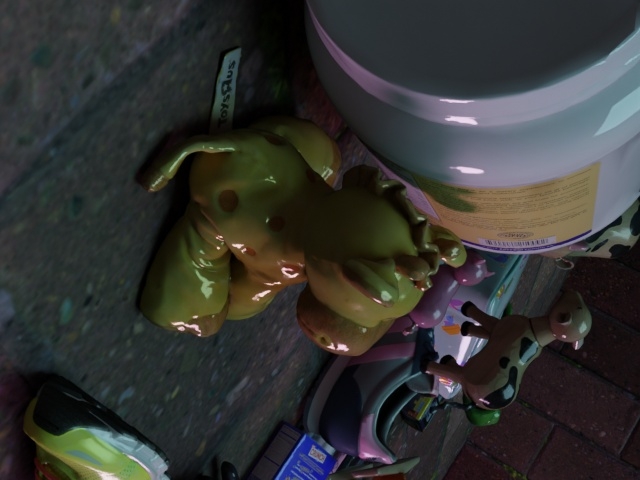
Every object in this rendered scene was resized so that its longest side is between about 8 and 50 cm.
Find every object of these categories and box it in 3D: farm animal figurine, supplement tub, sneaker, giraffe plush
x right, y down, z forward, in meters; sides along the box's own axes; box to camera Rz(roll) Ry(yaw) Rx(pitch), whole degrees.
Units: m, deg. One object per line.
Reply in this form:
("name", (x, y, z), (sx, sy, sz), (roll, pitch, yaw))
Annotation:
("farm animal figurine", (0.244, 0.004, 0.957), (0.326, 0.172, 0.330), (-21, 115, -33))
("supplement tub", (0.126, -0.133, 0.592), (0.241, 0.241, 0.331), (-60, 161, -3))
("sneaker", (-0.151, 0.161, 0.559), (0.094, 0.081, 0.208), (-49, 158, -23))
("sneaker", (0.111, 0.124, 1.071), (0.319, 0.131, 0.112), (-60, 153, -5))
("giraffe plush", (0.000, 0.000, 0.568), (0.181, 0.170, 0.210), (-46, 156, -34))

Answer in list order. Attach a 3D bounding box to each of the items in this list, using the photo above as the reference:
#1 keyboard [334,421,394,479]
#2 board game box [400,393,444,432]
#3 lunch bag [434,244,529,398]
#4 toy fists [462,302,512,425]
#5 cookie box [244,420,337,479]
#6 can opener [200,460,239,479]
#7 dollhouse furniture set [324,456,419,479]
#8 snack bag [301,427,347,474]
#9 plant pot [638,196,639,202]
("keyboard", (0.051, 0.327, 1.276), (0.180, 0.023, 0.108), (-52, 152, -21))
("board game box", (0.220, 0.281, 1.699), (0.170, 0.048, 0.141), (-56, 159, -14))
("lunch bag", (0.239, 0.107, 1.411), (0.224, 0.107, 0.279), (-49, 160, -44))
("toy fists", (0.346, 0.242, 1.791), (0.142, 0.096, 0.279), (81, 16, -73))
("cookie box", (-0.040, 0.280, 1.022), (0.107, 0.040, 0.092), (-54, 138, -16))
("can opener", (-0.098, 0.295, 0.918), (0.059, 0.073, 0.186), (-33, 139, -38))
("dollhouse furniture set", (0.021, 0.417, 1.065), (0.135, 0.259, 0.262), (6, 70, -49))
("snack bag", (0.043, 0.285, 1.283), (0.342, 0.037, 0.323), (-44, 155, -39))
("plant pot", (0.450, -0.249, 1.153), (0.334, 0.341, 0.341), (-61, 162, -25))
